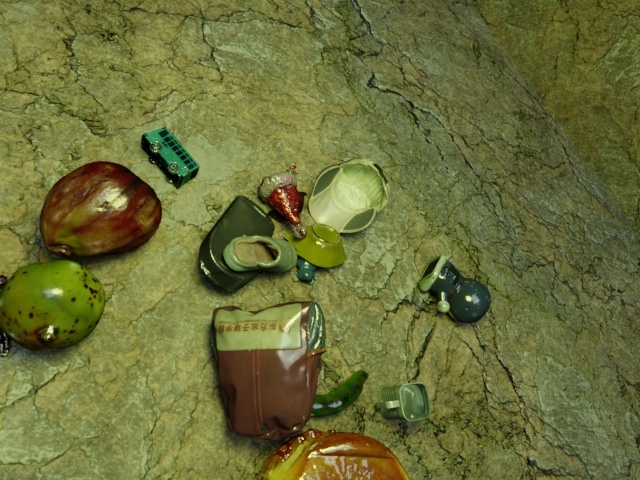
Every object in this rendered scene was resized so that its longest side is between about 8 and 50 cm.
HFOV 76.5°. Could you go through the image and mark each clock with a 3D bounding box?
[{"bbox_3d":[0.460,0.176,1.385,0.243,0.146,0.200,39,53,2],"label":"clock"}]

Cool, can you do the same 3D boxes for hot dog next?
[{"bbox_3d":[0.041,0.577,0.974,0.404,0.185,0.223,15,65,-20],"label":"hot dog"}]

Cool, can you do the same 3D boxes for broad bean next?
[{"bbox_3d":[0.006,0.406,1.111,0.291,0.049,0.144,15,59,-19],"label":"broad bean"}]

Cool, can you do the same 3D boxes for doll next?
[{"bbox_3d":[-0.039,0.088,1.226,0.076,0.050,0.083,19,60,-23],"label":"doll"}]

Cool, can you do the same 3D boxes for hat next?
[{"bbox_3d":[0.092,-0.146,1.339,0.275,0.161,0.232,-42,93,-9],"label":"hat"},{"bbox_3d":[-0.090,-0.107,1.220,0.140,0.129,0.228,-21,72,-22],"label":"hat"}]

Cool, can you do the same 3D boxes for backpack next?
[{"bbox_3d":[-0.121,0.311,0.989,0.283,0.197,0.318,-7,78,12],"label":"backpack"}]

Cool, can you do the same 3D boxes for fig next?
[{"bbox_3d":[-0.505,-0.067,0.944,0.263,0.224,0.224,-15,76,-42],"label":"fig"}]

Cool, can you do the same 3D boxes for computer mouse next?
[{"bbox_3d":[-0.236,0.011,1.135,0.168,0.087,0.295,45,43,-23],"label":"computer mouse"}]

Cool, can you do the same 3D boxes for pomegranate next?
[{"bbox_3d":[-0.582,0.117,0.864,0.198,0.198,0.246,-32,73,-33],"label":"pomegranate"}]

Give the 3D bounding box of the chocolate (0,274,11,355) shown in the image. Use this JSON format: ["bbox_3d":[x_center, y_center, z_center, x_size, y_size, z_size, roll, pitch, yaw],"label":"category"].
[{"bbox_3d":[-0.715,0.162,0.868,0.086,0.028,0.183,-5,73,-25],"label":"chocolate"}]

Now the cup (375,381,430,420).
[{"bbox_3d":[0.222,0.459,1.148,0.128,0.129,0.095,2,68,-26],"label":"cup"}]

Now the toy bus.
[{"bbox_3d":[-0.425,-0.238,1.152,0.160,0.079,0.092,49,57,-1],"label":"toy bus"}]

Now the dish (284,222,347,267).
[{"bbox_3d":[0.000,0.000,1.235,0.207,0.080,0.149,20,36,-13],"label":"dish"}]

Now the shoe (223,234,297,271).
[{"bbox_3d":[-0.138,0.033,1.089,0.251,0.100,0.103,-1,71,-50],"label":"shoe"}]
